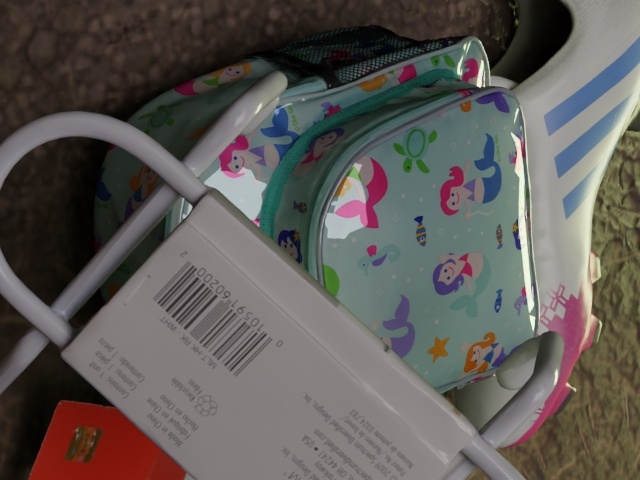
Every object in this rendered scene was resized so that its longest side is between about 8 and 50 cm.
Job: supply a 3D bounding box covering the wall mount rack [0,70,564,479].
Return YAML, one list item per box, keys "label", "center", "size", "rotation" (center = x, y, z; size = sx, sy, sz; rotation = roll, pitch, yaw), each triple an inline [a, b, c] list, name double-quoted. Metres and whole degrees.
- label: "wall mount rack"
  center: [-0.052, 0.094, 0.987]
  size: [0.350, 0.130, 0.304]
  rotation: [43, 107, -3]

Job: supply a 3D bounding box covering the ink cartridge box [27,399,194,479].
- label: "ink cartridge box"
  center: [-0.081, 0.201, 1.152]
  size: [0.232, 0.066, 0.189]
  rotation: [11, 107, -43]

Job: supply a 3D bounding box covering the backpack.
- label: "backpack"
  center: [0.000, 0.000, 1.126]
  size: [0.253, 0.191, 0.225]
  rotation: [-16, 111, -29]

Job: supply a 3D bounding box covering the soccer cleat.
- label: "soccer cleat"
  center: [0.125, -0.032, 1.269]
  size: [0.143, 0.116, 0.331]
  rotation: [22, 80, -28]
